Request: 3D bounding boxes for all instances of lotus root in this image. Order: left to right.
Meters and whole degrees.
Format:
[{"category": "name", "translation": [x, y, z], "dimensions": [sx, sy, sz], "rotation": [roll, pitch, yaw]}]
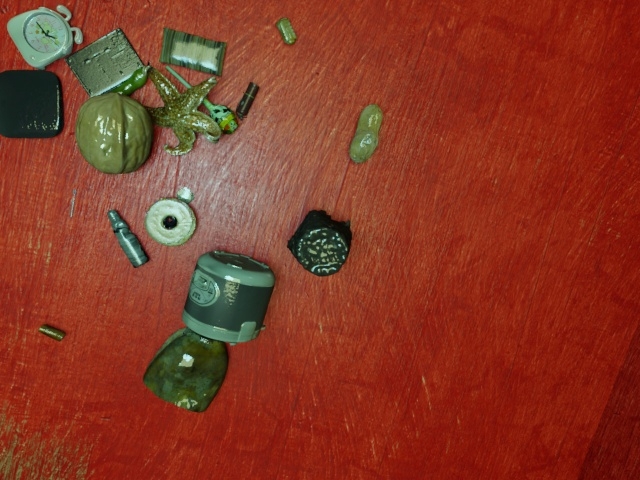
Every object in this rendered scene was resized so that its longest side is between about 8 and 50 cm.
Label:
[{"category": "lotus root", "translation": [-0.446, 0.448, 1.529], "dimensions": [0.267, 0.149, 0.260], "rotation": [34, 94, -15]}]

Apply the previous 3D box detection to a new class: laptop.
[{"category": "laptop", "translation": [-0.692, -0.567, 1.386], "dimensions": [0.207, 0.026, 0.153], "rotation": [-31, 101, -3]}]

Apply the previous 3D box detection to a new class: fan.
[{"category": "fan", "translation": [-0.482, -0.146, 1.496], "dimensions": [0.083, 0.004, 0.056], "rotation": [-39, 104, 0]}]

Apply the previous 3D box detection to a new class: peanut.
[{"category": "peanut", "translation": [0.165, -0.375, 1.513], "dimensions": [0.100, 0.099, 0.214], "rotation": [16, 91, -10]}]

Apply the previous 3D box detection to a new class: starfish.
[{"category": "starfish", "translation": [-0.452, -0.421, 1.365], "dimensions": [0.312, 0.113, 0.303], "rotation": [-22, 111, 25]}]

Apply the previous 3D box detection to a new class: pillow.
[{"category": "pillow", "translation": [-0.419, -0.618, 1.412], "dimensions": [0.204, 0.038, 0.113], "rotation": [12, 100, -9]}]

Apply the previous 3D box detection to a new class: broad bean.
[{"category": "broad bean", "translation": [-0.649, -0.474, 1.393], "dimensions": [0.256, 0.053, 0.052], "rotation": [-41, 102, 2]}]

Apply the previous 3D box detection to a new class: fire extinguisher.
[{"category": "fire extinguisher", "translation": [-0.252, -0.471, 1.459], "dimensions": [0.056, 0.039, 0.132], "rotation": [29, 96, 21]}]

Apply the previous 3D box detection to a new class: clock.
[{"category": "clock", "translation": [-0.846, -0.636, 1.335], "dimensions": [0.191, 0.062, 0.151], "rotation": [-27, 101, -4]}]

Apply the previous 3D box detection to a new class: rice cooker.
[{"category": "rice cooker", "translation": [-0.311, 0.192, 1.443], "dimensions": [0.288, 0.288, 0.276], "rotation": [17, 97, -10]}]

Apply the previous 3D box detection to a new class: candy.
[{"category": "candy", "translation": [-0.399, -0.471, 1.431], "dimensions": [0.305, 0.091, 0.083], "rotation": [42, 71, -1]}]

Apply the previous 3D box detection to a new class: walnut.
[{"category": "walnut", "translation": [-0.634, -0.330, 1.331], "dimensions": [0.225, 0.225, 0.261], "rotation": [13, 126, -10]}]

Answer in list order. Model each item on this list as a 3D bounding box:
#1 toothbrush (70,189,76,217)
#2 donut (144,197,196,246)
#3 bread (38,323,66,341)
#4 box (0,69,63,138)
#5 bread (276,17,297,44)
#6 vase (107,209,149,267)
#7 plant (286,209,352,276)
[{"category": "toothbrush", "translation": [-0.835, -0.125, 1.447], "dimensions": [0.006, 0.008, 0.096], "rotation": [13, 98, 4]}, {"category": "donut", "translation": [-0.512, -0.065, 1.473], "dimensions": [0.175, 0.068, 0.174], "rotation": [-2, 101, -9]}, {"category": "bread", "translation": [-0.931, 0.319, 1.489], "dimensions": [0.083, 0.047, 0.036], "rotation": [29, 64, -13]}, {"category": "box", "translation": [-0.928, -0.432, 1.367], "dimensions": [0.201, 0.042, 0.212], "rotation": [-1, 98, -8]}, {"category": "bread", "translation": [-0.113, -0.702, 1.444], "dimensions": [0.049, 0.034, 0.088], "rotation": [-34, 107, -16]}, {"category": "vase", "translation": [-0.663, -0.009, 1.466], "dimensions": [0.060, 0.060, 0.211], "rotation": [-27, 101, -3]}, {"category": "plant", "translation": [0.000, 0.000, 1.458], "dimensions": [0.188, 0.276, 0.199], "rotation": [32, 103, -8]}]
